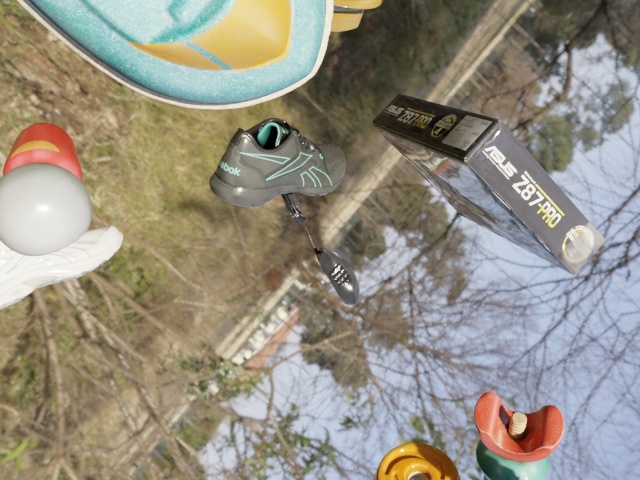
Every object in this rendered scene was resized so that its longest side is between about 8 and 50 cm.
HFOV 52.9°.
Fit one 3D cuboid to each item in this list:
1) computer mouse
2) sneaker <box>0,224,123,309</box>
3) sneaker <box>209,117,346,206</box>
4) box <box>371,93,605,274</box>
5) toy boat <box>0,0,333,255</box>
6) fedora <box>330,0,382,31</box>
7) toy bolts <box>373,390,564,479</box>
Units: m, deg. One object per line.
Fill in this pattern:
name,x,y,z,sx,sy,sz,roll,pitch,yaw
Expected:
computer mouse,0.000,0.000,1.076,0.041,0.242,0.071,-32,178,4
sneaker,-0.381,0.010,0.873,0.232,0.115,0.090,-27,-172,-41
sneaker,-0.042,-0.122,0.952,0.267,0.101,0.106,-21,135,-50
box,0.292,-0.117,1.197,0.097,0.318,0.395,-47,-156,1
toy boat,-0.133,-0.138,0.452,0.318,0.268,0.148,-53,-146,15
fedora,0.024,-0.472,1.293,0.194,0.194,0.079,-48,155,-47
toy bolts,0.185,0.305,0.755,0.228,0.218,0.158,-51,145,-45
